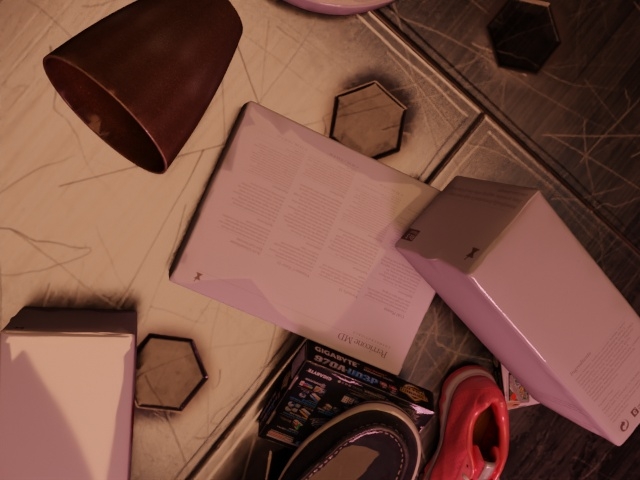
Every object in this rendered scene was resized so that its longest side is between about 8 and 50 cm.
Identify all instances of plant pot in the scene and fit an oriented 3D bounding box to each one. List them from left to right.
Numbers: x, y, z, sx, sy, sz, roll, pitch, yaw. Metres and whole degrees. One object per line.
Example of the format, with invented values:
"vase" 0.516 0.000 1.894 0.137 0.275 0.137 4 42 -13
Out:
"plant pot" -0.221 -0.249 1.152 0.215 0.215 0.230 43 72 -11

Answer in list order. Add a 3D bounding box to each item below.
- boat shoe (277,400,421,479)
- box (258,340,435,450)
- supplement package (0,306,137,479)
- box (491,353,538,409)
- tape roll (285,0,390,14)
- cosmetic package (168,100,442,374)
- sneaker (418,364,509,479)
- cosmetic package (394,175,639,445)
"boat shoe" -0.028 0.448 1.190 0.187 0.156 0.500 41 90 -7
"box" 0.038 0.266 1.274 0.220 0.051 0.175 23 120 -12
"supplement package" -0.353 0.254 1.173 0.175 0.177 0.293 3 96 -11
"box" 0.338 0.166 1.366 0.114 0.036 0.207 -9 97 -10
"tape roll" 0.032 -0.531 1.225 0.392 0.072 0.392 -1 95 -10
"cosmetic package" 0.000 0.000 1.256 0.377 0.097 0.284 24 88 -12
"sneaker" 0.231 0.362 1.314 0.116 0.136 0.314 5 95 -10
"cosmetic package" 0.309 0.096 1.195 0.156 0.217 0.385 -46 114 -9
